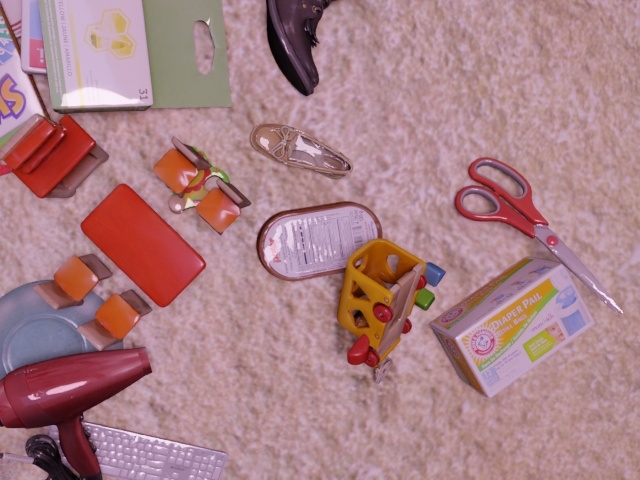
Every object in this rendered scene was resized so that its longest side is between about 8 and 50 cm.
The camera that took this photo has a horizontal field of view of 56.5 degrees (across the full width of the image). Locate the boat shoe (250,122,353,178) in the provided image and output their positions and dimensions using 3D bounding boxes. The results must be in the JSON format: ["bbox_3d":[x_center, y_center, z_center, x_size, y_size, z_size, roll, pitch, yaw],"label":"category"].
[{"bbox_3d":[-0.026,-0.129,0.859,0.153,0.048,0.056,24,89,-12],"label":"boat shoe"}]

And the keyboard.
[{"bbox_3d":[-0.267,0.314,0.862,0.256,0.014,0.072,17,91,-12],"label":"keyboard"}]

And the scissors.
[{"bbox_3d":[0.334,-0.018,0.878,0.297,0.021,0.109,36,76,20],"label":"scissors"}]

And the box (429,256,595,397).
[{"bbox_3d":[0.289,0.127,0.912,0.203,0.103,0.114,-33,100,-7],"label":"box"}]

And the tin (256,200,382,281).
[{"bbox_3d":[0.000,0.000,0.881,0.189,0.040,0.106,-10,92,-10],"label":"tin"}]

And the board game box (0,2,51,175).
[{"bbox_3d":[-0.443,-0.214,0.767,0.124,0.039,0.260,-20,107,-8],"label":"board game box"}]

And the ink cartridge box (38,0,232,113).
[{"bbox_3d":[-0.231,-0.256,0.771,0.235,0.056,0.171,-7,97,-21],"label":"ink cartridge box"}]

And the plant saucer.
[{"bbox_3d":[-0.371,0.151,0.810,0.194,0.037,0.195,0,89,-12],"label":"plant saucer"}]

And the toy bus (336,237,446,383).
[{"bbox_3d":[0.075,0.095,0.861,0.104,0.191,0.202,33,92,24],"label":"toy bus"}]

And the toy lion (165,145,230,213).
[{"bbox_3d":[-0.176,-0.085,0.844,0.100,0.034,0.096,4,86,-12],"label":"toy lion"}]

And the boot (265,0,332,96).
[{"bbox_3d":[0.025,-0.356,0.831,0.229,0.091,0.263,-19,96,-9],"label":"boot"}]

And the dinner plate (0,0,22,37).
[{"bbox_3d":[-0.430,-0.331,0.780,0.141,0.017,0.141,-1,94,-12],"label":"dinner plate"}]

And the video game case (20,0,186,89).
[{"bbox_3d":[-0.279,-0.353,0.783,0.204,0.025,0.285,1,94,-24],"label":"video game case"}]

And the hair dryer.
[{"bbox_3d":[-0.337,0.241,0.791,0.293,0.080,0.223,-45,135,7],"label":"hair dryer"}]

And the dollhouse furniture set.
[{"bbox_3d":[-0.261,-0.031,0.749,0.259,0.135,0.262,43,89,0],"label":"dollhouse furniture set"}]
